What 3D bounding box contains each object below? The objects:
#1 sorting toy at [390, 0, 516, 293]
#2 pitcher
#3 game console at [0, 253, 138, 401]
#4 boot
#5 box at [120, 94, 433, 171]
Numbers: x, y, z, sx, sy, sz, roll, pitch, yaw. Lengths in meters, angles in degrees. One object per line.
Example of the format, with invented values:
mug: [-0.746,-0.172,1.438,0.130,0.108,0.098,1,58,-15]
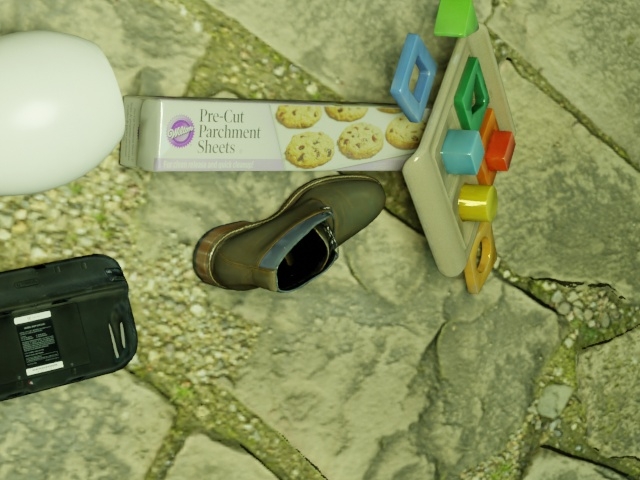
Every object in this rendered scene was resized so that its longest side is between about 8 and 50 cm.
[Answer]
sorting toy: [0.152,-0.086,1.512,0.196,0.047,0.347,-65,149,-31]
pitcher: [-0.270,-0.114,1.188,0.207,0.125,0.177,-19,97,-23]
game console: [-0.301,0.102,1.231,0.361,0.044,0.213,-12,95,-39]
boot: [0.000,0.000,1.429,0.219,0.106,0.082,-26,116,-32]
box: [-0.030,-0.097,1.411,0.324,0.063,0.067,-1,99,-39]
